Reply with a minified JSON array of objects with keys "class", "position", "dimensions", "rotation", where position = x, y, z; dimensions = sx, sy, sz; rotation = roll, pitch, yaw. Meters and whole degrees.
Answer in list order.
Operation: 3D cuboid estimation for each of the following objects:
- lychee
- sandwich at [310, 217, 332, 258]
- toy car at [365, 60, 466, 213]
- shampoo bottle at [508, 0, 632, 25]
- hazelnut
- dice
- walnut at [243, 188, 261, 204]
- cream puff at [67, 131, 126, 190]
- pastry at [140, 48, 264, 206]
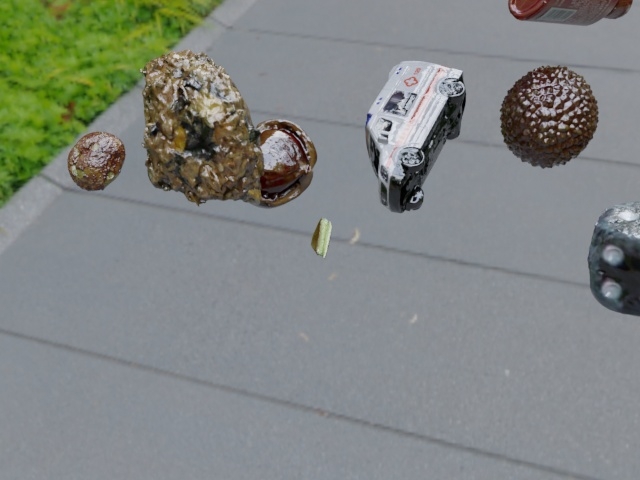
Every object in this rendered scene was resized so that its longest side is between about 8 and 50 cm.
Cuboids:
[{"class":"lychee","position":[0.403,-0.222,1.559],"dimensions":[0.188,0.188,0.188],"rotation":[-3,38,2]},{"class":"sandwich","position":[0.000,0.000,1.738],"dimensions":[0.030,0.044,0.083],"rotation":[20,66,-18]},{"class":"toy car","position":[0.105,-0.132,1.085],"dimensions":[0.108,0.089,0.210],"rotation":[20,59,17]},{"class":"shampoo bottle","position":[0.463,-0.444,1.563],"dimensions":[0.314,0.118,0.076],"rotation":[-12,54,-44]},{"class":"hazelnut","position":[-0.106,-0.171,1.921],"dimensions":[0.170,0.202,0.160],"rotation":[20,5,-22]},{"class":"dice","position":[0.641,0.035,1.708],"dimensions":[0.183,0.182,0.181],"rotation":[10,32,32]},{"class":"walnut","position":[-0.160,-0.116,1.796],"dimensions":[0.091,0.121,0.052],"rotation":[23,82,12]},{"class":"cream puff","position":[-0.520,-0.185,1.986],"dimensions":[0.149,0.084,0.149],"rotation":[-12,62,24]},{"class":"pastry","position":[-0.208,-0.175,1.397],"dimensions":[0.192,0.275,0.275],"rotation":[-29,42,-6]}]
